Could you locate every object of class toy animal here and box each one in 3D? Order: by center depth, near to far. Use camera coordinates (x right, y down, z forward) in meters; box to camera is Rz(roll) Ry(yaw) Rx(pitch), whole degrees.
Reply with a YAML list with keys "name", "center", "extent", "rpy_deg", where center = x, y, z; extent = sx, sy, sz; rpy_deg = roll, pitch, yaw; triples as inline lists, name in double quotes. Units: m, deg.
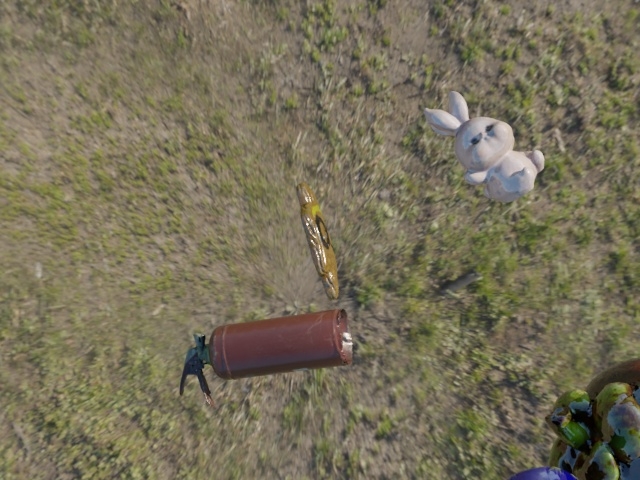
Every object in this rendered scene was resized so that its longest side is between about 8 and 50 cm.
- name: "toy animal"
  center: [0.266, -0.160, 1.307]
  extent: [0.212, 0.124, 0.124]
  rpy_deg: [44, 85, -3]

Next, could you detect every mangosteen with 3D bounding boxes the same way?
- name: "mangosteen"
  center: [0.550, 0.338, 1.328]
  extent: [0.311, 0.311, 0.311]
  rpy_deg: [0, 85, -2]

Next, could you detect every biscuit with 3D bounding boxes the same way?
- name: "biscuit"
  center: [0.000, 0.000, 1.861]
  extent: [0.041, 0.208, 0.290]
  rpy_deg: [-17, 78, 7]

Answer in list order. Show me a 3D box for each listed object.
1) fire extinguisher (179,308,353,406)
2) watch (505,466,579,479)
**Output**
- name: "fire extinguisher"
  center: [-0.110, 0.219, 1.445]
  extent: [0.337, 0.106, 0.147]
  rpy_deg: [-10, 85, 13]
- name: "watch"
  center: [0.344, 0.455, 1.157]
  extent: [0.196, 0.200, 0.171]
  rpy_deg: [9, 122, 1]
